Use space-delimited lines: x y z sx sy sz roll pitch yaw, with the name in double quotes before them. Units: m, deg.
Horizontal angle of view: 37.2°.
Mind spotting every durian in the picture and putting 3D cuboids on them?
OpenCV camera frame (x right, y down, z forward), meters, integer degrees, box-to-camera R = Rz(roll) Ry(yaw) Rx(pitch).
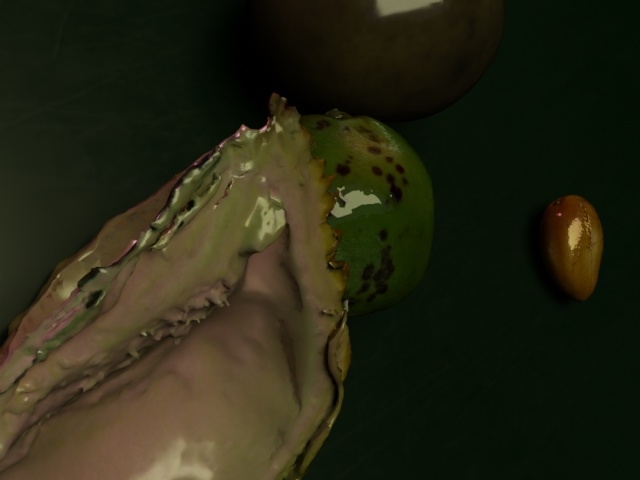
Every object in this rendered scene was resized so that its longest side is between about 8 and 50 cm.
"durian" -0.088 0.091 0.518 0.305 0.185 0.195 -47 110 -10

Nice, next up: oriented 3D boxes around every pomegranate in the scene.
"pomegranate" 0.001 -0.005 0.614 0.143 0.122 0.169 16 76 2

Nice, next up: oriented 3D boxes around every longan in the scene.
"longan" 0.038 -0.160 0.663 0.187 0.167 0.167 -26 90 -27

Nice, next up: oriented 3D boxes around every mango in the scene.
"mango" 0.211 0.007 0.791 0.060 0.046 0.089 -5 83 -34
